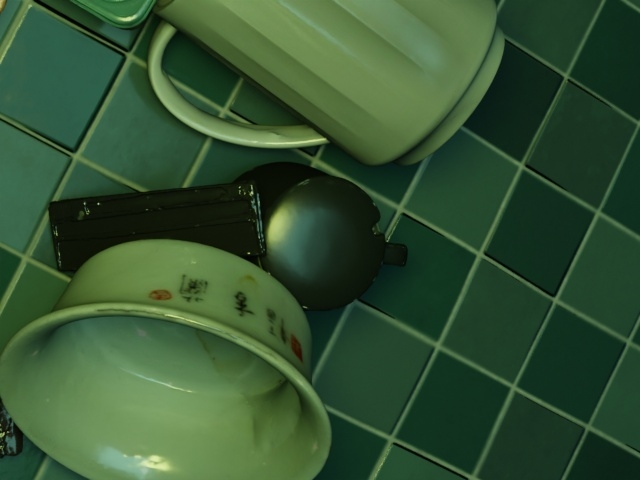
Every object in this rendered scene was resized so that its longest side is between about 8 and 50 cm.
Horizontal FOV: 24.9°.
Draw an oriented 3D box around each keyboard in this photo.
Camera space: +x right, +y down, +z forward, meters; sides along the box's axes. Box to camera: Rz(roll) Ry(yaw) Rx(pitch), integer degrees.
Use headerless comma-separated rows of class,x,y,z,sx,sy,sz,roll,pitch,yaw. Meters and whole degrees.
keyboard,-0.176,-0.011,1.545,0.250,0.017,0.087,-6,99,21

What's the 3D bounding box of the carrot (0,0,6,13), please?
carrot,-0.436,-0.300,1.455,0.258,0.100,0.307,8,96,-19

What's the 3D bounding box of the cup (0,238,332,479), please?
cup,-0.147,0.122,1.519,0.347,0.347,0.163,32,45,-21

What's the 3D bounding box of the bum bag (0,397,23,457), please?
bum bag,-0.396,0.176,1.558,0.159,0.026,0.109,6,93,-17

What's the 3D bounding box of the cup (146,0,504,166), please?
cup,-0.011,-0.219,1.577,0.327,0.237,0.323,35,112,-21

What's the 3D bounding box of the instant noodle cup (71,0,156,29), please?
instant noodle cup,-0.218,-0.324,1.538,0.157,0.070,0.179,31,84,-1

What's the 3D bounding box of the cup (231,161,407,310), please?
cup,0.000,0.000,1.616,0.223,0.176,0.169,8,89,-21
